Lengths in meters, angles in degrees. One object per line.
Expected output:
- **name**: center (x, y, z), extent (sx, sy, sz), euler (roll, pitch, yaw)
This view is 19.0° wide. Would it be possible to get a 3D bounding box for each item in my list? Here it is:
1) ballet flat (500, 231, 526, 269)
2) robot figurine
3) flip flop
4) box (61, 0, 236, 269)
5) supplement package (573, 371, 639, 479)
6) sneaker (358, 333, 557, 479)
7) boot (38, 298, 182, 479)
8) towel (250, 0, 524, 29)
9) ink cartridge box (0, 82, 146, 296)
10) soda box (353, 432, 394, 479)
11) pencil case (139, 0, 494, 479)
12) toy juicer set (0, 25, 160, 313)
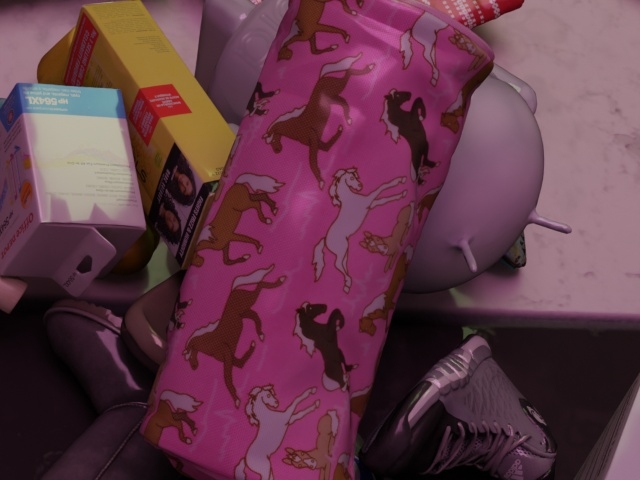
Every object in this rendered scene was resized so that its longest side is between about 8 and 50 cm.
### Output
- **ballet flat**: center (0.135, -0.059, 1.699), extent (0.070, 0.070, 0.188), euler (-26, 64, -31)
- **robot figurine**: center (0.043, -0.091, 1.599), extent (0.300, 0.200, 0.353), euler (-31, 56, -32)
- **flip flop**: center (-0.070, 0.028, 1.538), extent (0.112, 0.080, 0.277), euler (34, 28, 9)
- **box**: center (-0.127, -0.088, 1.523), extent (0.058, 0.087, 0.232), euler (-9, 50, -33)
- **supplement package**: center (0.242, 0.227, 1.396), extent (0.139, 0.244, 0.134), euler (25, 51, 4)
- **sneaker**: center (0.124, 0.157, 1.490), extent (0.132, 0.086, 0.229), euler (44, 28, 6)
- **boot**: center (-0.185, 0.162, 1.451), extent (0.189, 0.076, 0.208), euler (31, 58, 12)
- **towel**: center (0.035, -0.254, 1.804), extent (0.275, 0.031, 0.199), euler (-24, 75, -16)
- **ink cartridge box**: center (-0.200, -0.037, 1.487), extent (0.090, 0.092, 0.143), euler (3, 60, -30)
- **soda box**: center (0.020, 0.195, 1.479), extent (0.053, 0.060, 0.169), euler (-25, 63, -30)
- **pencil case**: center (0.000, 0.000, 1.388), extent (0.160, 0.167, 0.386), euler (17, 85, 13)
- **toy juicer set**: center (-0.242, -0.033, 1.580), extent (0.209, 0.089, 0.329), euler (49, 49, 4)
